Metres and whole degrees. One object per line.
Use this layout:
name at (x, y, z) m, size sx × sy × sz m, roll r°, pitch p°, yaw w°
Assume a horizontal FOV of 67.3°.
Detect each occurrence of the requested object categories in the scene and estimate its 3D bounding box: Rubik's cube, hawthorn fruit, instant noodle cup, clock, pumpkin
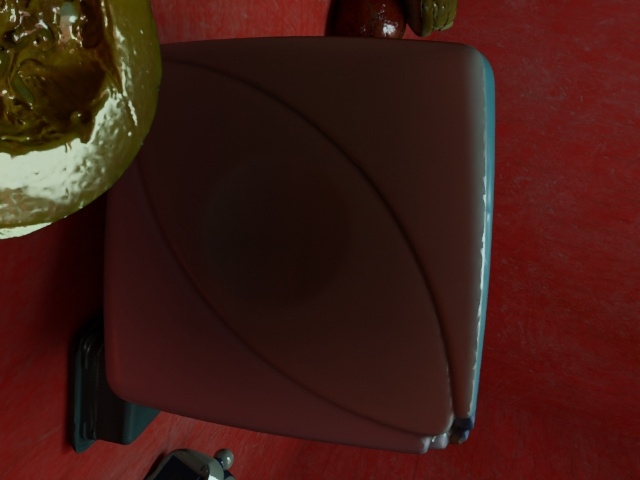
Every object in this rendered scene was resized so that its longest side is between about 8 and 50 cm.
Rubik's cube at (0.000, 0.000, 0.551) m, size 0.352 × 0.347 × 0.352 m, roll 0°, pitch 94°, yaw -78°
hawthorn fruit at (0.096, -0.446, 0.937) m, size 0.148 × 0.148 × 0.172 m, roll -47°, pitch 136°, yaw -61°
instant noodle cup at (-0.226, 0.159, 0.592) m, size 0.157 × 0.070 × 0.179 m, roll -47°, pitch 151°, yaw -65°
clock at (-0.225, 0.474, 0.871) m, size 0.200 × 0.146 × 0.243 m, roll -56°, pitch 157°, yaw -33°
pumpkin at (-0.199, -0.121, 0.263) m, size 0.217 × 0.110 × 0.218 m, roll -41°, pitch 139°, yaw -50°

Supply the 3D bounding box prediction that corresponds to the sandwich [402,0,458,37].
sandwich at (0.165, -0.548, 0.855) m, size 0.099 × 0.271 × 0.301 m, roll -26°, pitch 163°, yaw 2°
